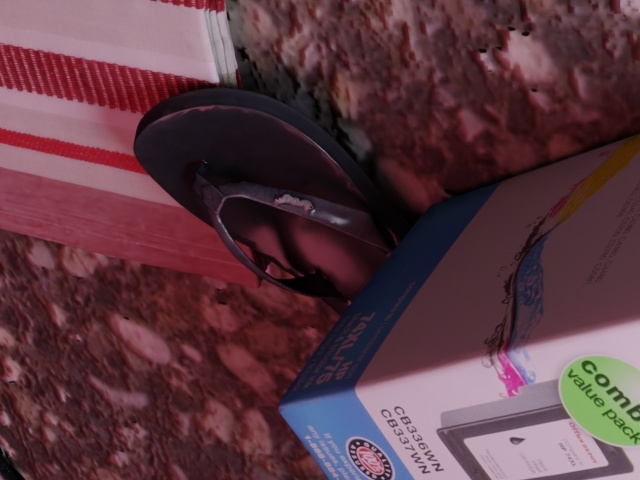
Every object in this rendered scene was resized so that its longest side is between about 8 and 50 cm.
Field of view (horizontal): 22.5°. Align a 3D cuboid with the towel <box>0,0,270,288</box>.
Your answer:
[{"bbox_3d":[-0.154,-0.125,0.999,0.237,0.037,0.329,12,132,25],"label":"towel"}]

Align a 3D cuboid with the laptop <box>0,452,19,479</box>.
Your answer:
[{"bbox_3d":[-0.459,0.287,1.434,0.382,0.236,0.408,-11,118,42],"label":"laptop"}]

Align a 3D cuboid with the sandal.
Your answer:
[{"bbox_3d":[0.001,0.000,0.954,0.254,0.054,0.097,36,127,-11],"label":"sandal"}]

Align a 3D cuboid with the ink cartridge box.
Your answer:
[{"bbox_3d":[0.165,0.075,0.825,0.270,0.197,0.198,-20,112,44],"label":"ink cartridge box"}]
